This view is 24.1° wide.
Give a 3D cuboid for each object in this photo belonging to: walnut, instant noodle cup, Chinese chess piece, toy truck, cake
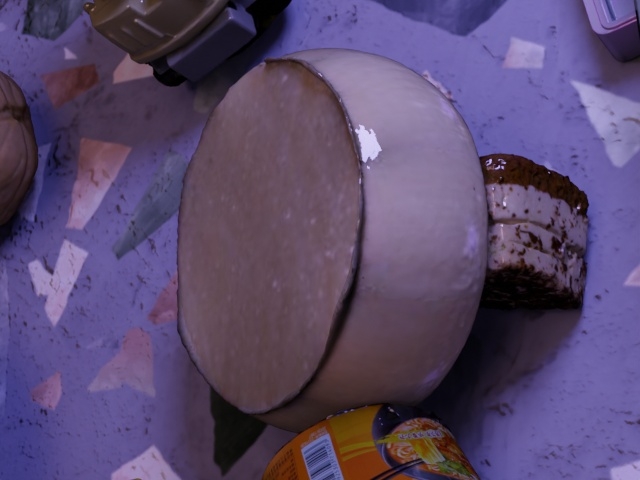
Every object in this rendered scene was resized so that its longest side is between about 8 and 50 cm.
[{"bbox_3d":[-0.436,-0.096,1.650,0.261,0.225,0.225,-16,63,24],"label":"walnut"},{"bbox_3d":[0.054,0.255,1.204,0.230,0.230,0.182,-37,47,15],"label":"instant noodle cup"},{"bbox_3d":[0.000,0.000,1.304,0.338,0.140,0.338,-17,70,56],"label":"Chinese chess piece"},{"bbox_3d":[-0.184,-0.363,1.574,0.180,0.254,0.405,-32,54,23],"label":"toy truck"},{"bbox_3d":[0.102,-0.002,1.318,0.246,0.135,0.112,-4,70,31],"label":"cake"}]

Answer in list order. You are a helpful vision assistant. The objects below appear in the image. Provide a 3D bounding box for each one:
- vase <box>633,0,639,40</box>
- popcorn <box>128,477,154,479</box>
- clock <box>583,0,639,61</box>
[{"bbox_3d":[0.306,-0.269,1.216,0.165,0.165,0.360,-24,56,22],"label":"vase"},{"bbox_3d":[-0.156,0.329,1.323,0.250,0.190,0.250,-19,61,39],"label":"popcorn"},{"bbox_3d":[0.323,-0.268,1.329,0.197,0.063,0.150,-24,61,23],"label":"clock"}]
